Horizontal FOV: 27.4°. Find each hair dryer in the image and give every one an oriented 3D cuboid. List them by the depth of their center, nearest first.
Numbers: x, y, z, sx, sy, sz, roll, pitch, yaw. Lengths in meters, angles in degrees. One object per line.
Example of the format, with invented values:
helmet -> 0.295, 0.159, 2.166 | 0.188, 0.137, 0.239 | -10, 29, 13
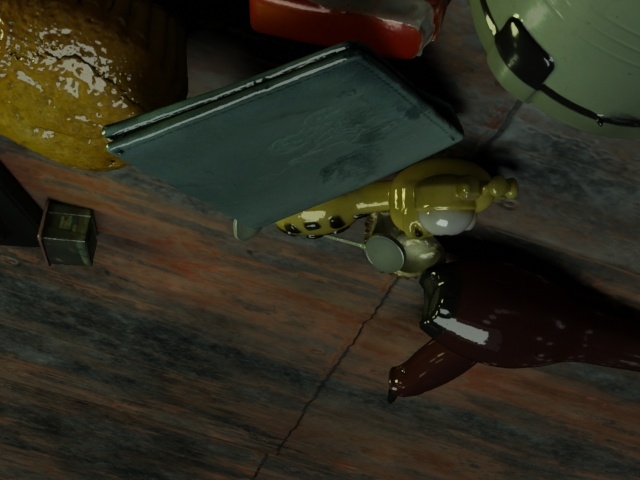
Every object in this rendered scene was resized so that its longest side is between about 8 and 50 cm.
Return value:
hair dryer -> 0.208, 0.147, 1.632 | 0.313, 0.123, 0.340 | 17, 147, -23

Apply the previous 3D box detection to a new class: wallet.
wallet -> -0.022, -0.098, 1.212 | 0.251, 0.054, 0.290 | -21, 160, 18

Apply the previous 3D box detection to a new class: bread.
bread -> -0.237, -0.169, 1.248 | 0.240, 0.139, 0.240 | 11, 152, 6

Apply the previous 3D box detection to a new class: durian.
durian -> 0.091, 0.008, 1.519 | 0.130, 0.052, 0.066 | 35, 145, -29

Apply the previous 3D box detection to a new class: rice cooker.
rice cooker -> 0.225, -0.200, 0.909 | 0.226, 0.226, 0.244 | 16, 151, -4

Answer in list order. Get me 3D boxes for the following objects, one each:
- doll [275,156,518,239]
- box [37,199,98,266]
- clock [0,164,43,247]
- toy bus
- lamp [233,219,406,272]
doll -> 0.068, -0.042, 1.404 | 0.291, 0.086, 0.117 | -2, -178, 26
box -> -0.322, -0.006, 1.682 | 0.063, 0.060, 0.084 | 6, 152, -1
clock -> -0.513, -0.069, 1.660 | 0.274, 0.049, 0.279 | 2, 150, 20
toy bus -> 0.023, -0.206, 1.125 | 0.174, 0.077, 0.079 | 12, 153, 5
lamp -> 0.000, 0.000, 1.499 | 0.198, 0.056, 0.050 | 18, 130, 18
